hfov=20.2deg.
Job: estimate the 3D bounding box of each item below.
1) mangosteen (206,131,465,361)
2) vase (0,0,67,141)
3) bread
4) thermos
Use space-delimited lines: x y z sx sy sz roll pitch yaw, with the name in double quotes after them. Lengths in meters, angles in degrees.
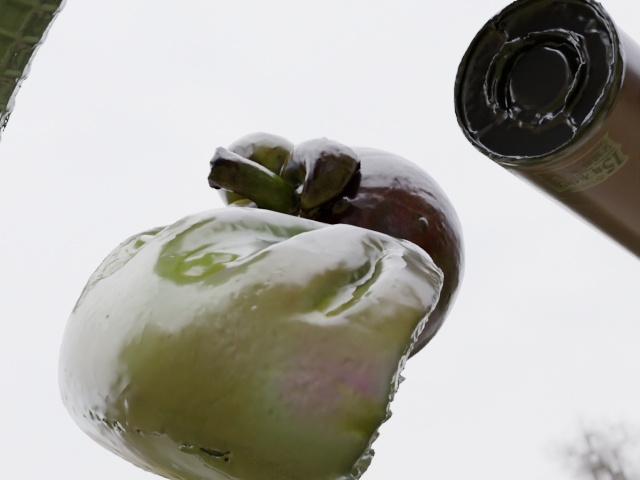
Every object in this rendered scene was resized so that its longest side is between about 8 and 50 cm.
0.000 0.000 1.550 0.215 0.215 0.257 -35 -65 30 "mangosteen"
-0.257 -0.157 1.363 0.143 0.143 0.299 14 -63 -43 "vase"
-0.038 0.050 0.864 0.156 0.158 0.261 27 -11 -36 "bread"
0.210 -0.050 1.166 0.330 0.136 0.109 29 -82 -48 "thermos"
